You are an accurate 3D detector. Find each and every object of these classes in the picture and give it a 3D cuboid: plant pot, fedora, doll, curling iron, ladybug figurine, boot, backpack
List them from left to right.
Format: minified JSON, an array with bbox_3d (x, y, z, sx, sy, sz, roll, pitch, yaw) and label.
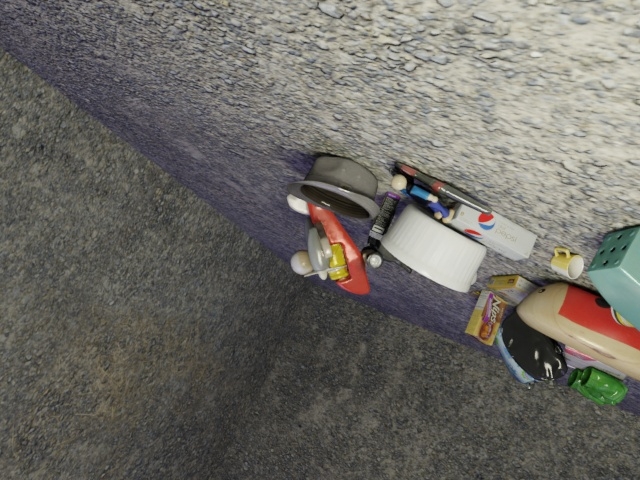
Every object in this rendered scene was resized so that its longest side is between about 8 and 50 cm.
[{"bbox_3d":[0.053,-0.161,1.475,0.276,0.124,0.243,19,169,6],"label":"fedora"},{"bbox_3d":[0.271,0.030,1.877,0.161,0.083,0.246,26,165,27],"label":"boot"},{"bbox_3d":[0.250,-0.109,1.269,0.189,0.046,0.129,30,-176,-27],"label":"doll"},{"bbox_3d":[0.299,-0.130,1.284,0.274,0.035,0.068,25,172,15],"label":"curling iron"},{"bbox_3d":[0.835,0.443,2.059,0.356,0.273,0.290,12,-137,-58],"label":"backpack"},{"bbox_3d":[0.796,0.254,1.461,0.450,0.161,0.305,27,-177,18],"label":"ladybug figurine"},{"bbox_3d":[0.693,0.085,1.057,0.234,0.165,0.165,35,168,-1],"label":"plant pot"}]

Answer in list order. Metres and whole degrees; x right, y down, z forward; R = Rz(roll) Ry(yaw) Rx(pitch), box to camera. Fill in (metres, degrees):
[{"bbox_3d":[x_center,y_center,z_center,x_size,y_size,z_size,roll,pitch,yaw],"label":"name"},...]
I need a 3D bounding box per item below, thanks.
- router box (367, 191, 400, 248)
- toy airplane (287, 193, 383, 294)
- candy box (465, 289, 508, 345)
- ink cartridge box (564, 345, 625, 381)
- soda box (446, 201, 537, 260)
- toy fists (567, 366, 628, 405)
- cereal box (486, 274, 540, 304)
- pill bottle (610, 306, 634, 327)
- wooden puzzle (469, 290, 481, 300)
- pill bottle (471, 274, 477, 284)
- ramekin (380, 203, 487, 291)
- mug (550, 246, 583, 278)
[{"bbox_3d":[0.193,-0.058,1.588,0.046,0.133,0.179,24,168,8],"label":"router box"},{"bbox_3d":[0.000,0.000,1.747,0.384,0.273,0.386,56,-176,35],"label":"toy airplane"},{"bbox_3d":[0.648,0.300,2.004,0.109,0.186,0.053,33,166,-23],"label":"candy box"},{"bbox_3d":[1.004,0.410,1.861,0.207,0.117,0.283,20,167,29],"label":"ink cartridge box"},{"bbox_3d":[0.440,-0.029,1.328,0.216,0.069,0.074,27,168,-5],"label":"soda box"},{"bbox_3d":[1.009,0.537,1.871,0.142,0.096,0.279,22,167,15],"label":"toy fists"},{"bbox_3d":[0.710,0.191,1.738,0.240,0.047,0.173,28,169,-9],"label":"cereal box"},{"bbox_3d":[0.821,0.169,1.253,0.103,0.103,0.184,31,168,-20],"label":"pill bottle"},{"bbox_3d":[0.656,0.231,2.123,0.079,0.014,0.116,31,168,3],"label":"wooden puzzle"},{"bbox_3d":[0.478,0.117,1.836,0.086,0.086,0.152,34,166,-29],"label":"pill bottle"},{"bbox_3d":[0.318,0.013,1.416,0.277,0.135,0.277,27,-167,-7],"label":"ramekin"},{"bbox_3d":[0.632,0.054,1.326,0.062,0.078,0.064,-3,-167,-27],"label":"mug"}]
